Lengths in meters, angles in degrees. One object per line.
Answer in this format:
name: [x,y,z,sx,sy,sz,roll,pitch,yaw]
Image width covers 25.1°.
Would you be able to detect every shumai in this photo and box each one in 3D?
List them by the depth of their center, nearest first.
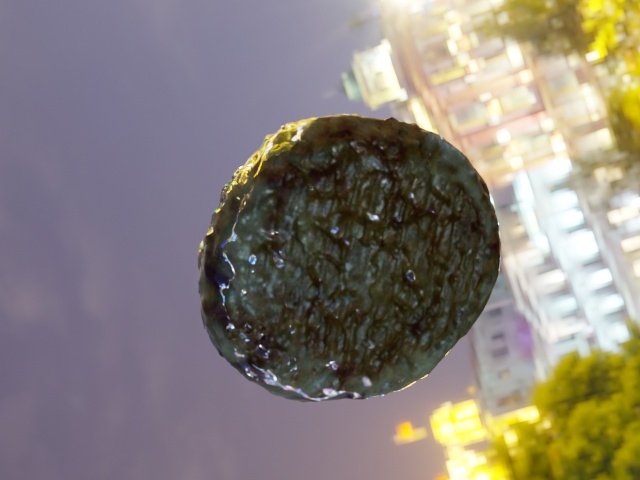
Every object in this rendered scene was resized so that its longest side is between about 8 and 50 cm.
shumai: [0.000,0.000,1.819,0.395,0.395,0.348,66,165,-21]
